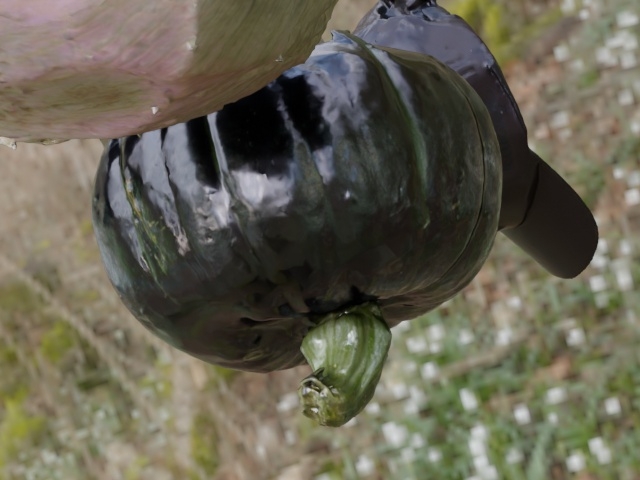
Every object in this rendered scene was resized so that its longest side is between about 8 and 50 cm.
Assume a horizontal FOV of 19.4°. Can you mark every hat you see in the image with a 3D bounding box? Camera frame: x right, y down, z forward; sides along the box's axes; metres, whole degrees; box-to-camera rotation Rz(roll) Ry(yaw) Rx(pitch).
[{"bbox_3d":[0.100,-0.059,1.784,0.209,0.336,0.238,-38,19,-11],"label":"hat"}]

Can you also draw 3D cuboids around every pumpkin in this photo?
[{"bbox_3d":[0.000,0.000,1.335,0.296,0.295,0.296,-15,18,5],"label":"pumpkin"}]

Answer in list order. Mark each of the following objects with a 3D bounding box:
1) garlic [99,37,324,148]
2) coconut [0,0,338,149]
[{"bbox_3d":[-0.119,-0.158,1.635,0.246,0.231,0.340,-46,31,-10],"label":"garlic"},{"bbox_3d":[-0.121,-0.253,1.034,0.405,0.404,0.404,-15,18,5],"label":"coconut"}]
